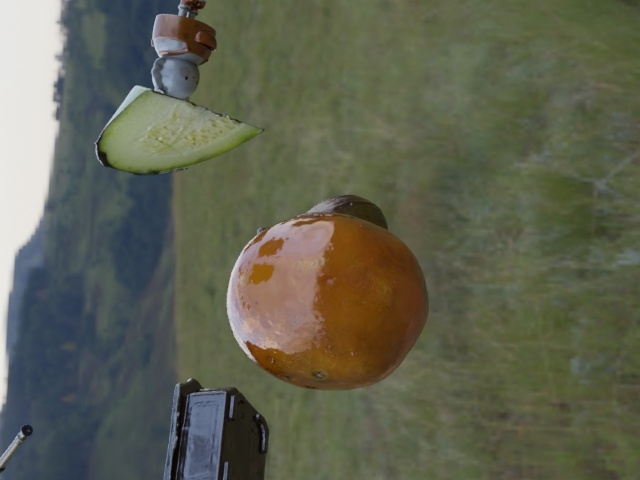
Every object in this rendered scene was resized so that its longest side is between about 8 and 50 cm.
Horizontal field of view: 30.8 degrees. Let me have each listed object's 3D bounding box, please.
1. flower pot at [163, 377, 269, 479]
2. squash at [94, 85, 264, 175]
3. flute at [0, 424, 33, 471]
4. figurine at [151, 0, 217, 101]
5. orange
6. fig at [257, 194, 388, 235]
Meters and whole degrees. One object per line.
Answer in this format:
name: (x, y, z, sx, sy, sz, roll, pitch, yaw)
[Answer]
flower pot: (-0.136, 0.316, 1.653, 0.250, 0.084, 0.179, -89, -26, -43)
squash: (-0.260, -0.169, 1.996, 0.204, 0.237, 0.155, 20, 90, 53)
flute: (-0.642, 0.443, 2.378, 0.233, 0.027, 0.027, -48, 34, 38)
figurine: (-0.305, -0.388, 2.466, 0.271, 0.143, 0.143, -64, 13, 5)
orange: (0.010, 0.089, 1.624, 0.284, 0.284, 0.226, 112, 167, -60)
fig: (0.000, 0.000, 2.346, 0.217, 0.321, 0.217, -11, 73, 39)
